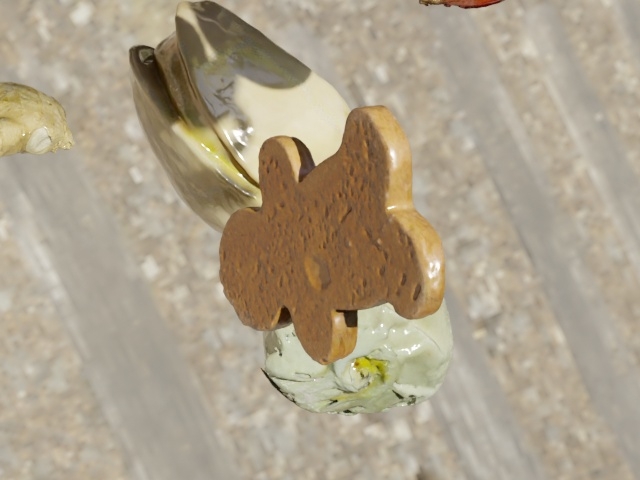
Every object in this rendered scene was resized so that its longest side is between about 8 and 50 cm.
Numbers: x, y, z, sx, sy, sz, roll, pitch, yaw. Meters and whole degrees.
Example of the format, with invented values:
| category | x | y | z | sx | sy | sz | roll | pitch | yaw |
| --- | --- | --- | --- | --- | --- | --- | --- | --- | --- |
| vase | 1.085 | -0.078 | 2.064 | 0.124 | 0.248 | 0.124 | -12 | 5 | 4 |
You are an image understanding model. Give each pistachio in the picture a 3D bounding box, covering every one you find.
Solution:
| category | x | y | z | sx | sy | sz | roll | pitch | yaw |
| --- | --- | --- | --- | --- | --- | --- | --- | --- | --- |
| pistachio | -0.091 | -0.132 | 2.199 | 0.321 | 0.229 | 0.238 | 50 | 16 | -5 |

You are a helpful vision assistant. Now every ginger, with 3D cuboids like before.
| category | x | y | z | sx | sy | sz | roll | pitch | yaw |
| --- | --- | --- | --- | --- | --- | --- | --- | --- | --- |
| ginger | -0.328 | -0.122 | 1.906 | 0.165 | 0.067 | 0.096 | -16 | 61 | -48 |

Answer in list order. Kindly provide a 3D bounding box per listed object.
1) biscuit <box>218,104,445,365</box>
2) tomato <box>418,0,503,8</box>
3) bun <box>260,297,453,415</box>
| category | x | y | z | sx | sy | sz | roll | pitch | yaw |
| --- | --- | --- | --- | --- | --- | --- | --- | --- | --- |
| biscuit | 0.002 | 0.000 | 1.618 | 0.049 | 0.324 | 0.205 | -10 | 78 | -34 |
| tomato | 0.071 | -0.287 | 1.413 | 0.139 | 0.233 | 0.200 | 81 | 13 | -53 |
| bun | 0.042 | 0.119 | 2.219 | 0.239 | 0.239 | 0.141 | 45 | 21 | -29 |
